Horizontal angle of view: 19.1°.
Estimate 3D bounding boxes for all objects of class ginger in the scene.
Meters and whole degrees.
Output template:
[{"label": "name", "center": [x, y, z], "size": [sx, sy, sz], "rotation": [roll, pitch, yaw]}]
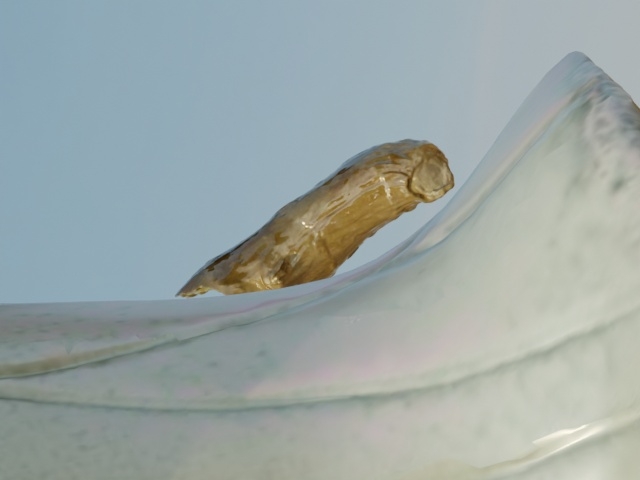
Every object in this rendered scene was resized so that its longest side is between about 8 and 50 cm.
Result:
[{"label": "ginger", "center": [-0.001, -0.002, 0.854], "size": [0.137, 0.044, 0.057], "rotation": [-37, -8, 11]}]

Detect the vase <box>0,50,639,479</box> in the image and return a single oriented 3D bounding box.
[{"label": "vase", "center": [-0.107, 0.106, 0.441], "size": [0.250, 0.445, 0.250], "rotation": [-17, -90, -89]}]
